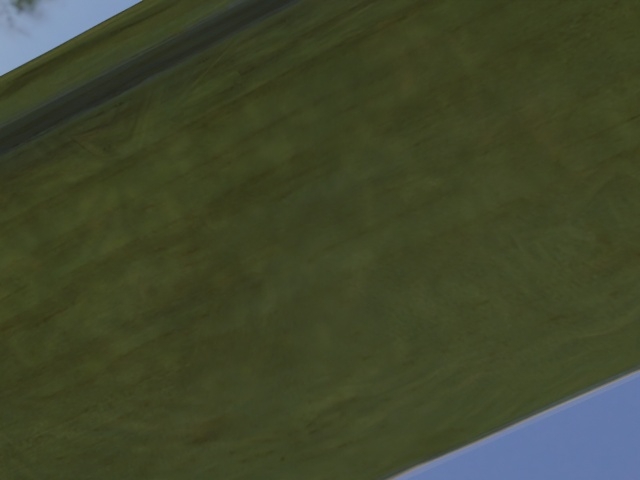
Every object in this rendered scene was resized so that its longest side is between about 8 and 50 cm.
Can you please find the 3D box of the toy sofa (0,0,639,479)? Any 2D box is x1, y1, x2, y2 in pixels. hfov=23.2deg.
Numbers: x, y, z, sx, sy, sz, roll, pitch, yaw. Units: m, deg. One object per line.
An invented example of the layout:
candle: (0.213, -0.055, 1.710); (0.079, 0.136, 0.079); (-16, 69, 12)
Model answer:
toy sofa: (0.000, 0.000, 0.455); (0.363, 0.150, 0.177); (-26, 172, 14)
